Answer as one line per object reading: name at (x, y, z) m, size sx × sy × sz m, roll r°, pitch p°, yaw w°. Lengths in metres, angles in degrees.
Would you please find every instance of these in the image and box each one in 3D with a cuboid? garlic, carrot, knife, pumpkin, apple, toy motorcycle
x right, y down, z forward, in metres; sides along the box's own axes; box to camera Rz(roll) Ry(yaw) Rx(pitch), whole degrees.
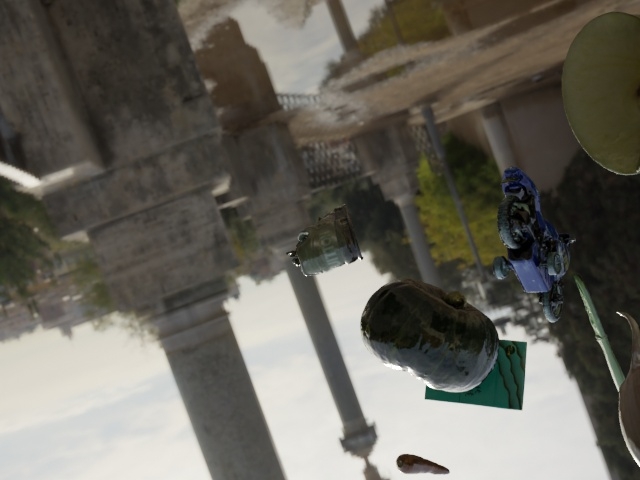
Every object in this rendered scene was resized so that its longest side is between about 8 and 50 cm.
garlic at (0.438, 0.221, 1.114) m, size 0.148 × 0.266 × 0.128 m, roll -50°, pitch 144°, yaw 1°
carrot at (0.253, 0.548, 2.161) m, size 0.048 × 0.048 × 0.216 m, roll -19°, pitch 152°, yaw 36°
knife at (0.494, 0.177, 1.556) m, size 0.020 × 0.293 × 0.043 m, roll -26°, pitch -156°, yaw 6°
pumpkin at (0.232, 0.192, 1.894) m, size 0.300 × 0.207 × 0.300 m, roll 23°, pitch -169°, yaw -5°
apple at (0.541, -0.233, 1.373) m, size 0.233 × 0.257 × 0.295 m, roll -2°, pitch -179°, yaw -19°
toy motorcycle at (0.390, 0.005, 1.618) m, size 0.113 × 0.315 × 0.169 m, roll -4°, pitch -133°, yaw 34°

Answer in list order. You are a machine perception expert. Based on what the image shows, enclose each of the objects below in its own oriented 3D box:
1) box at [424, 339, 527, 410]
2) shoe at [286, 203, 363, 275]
box at (0.364, 0.306, 2.091) m, size 0.226 × 0.161 × 0.042 m, roll 5°, pitch 169°, yaw 13°
shoe at (0.000, 0.003, 1.835) m, size 0.149 × 0.109 × 0.293 m, roll -17°, pitch -171°, yaw -1°
